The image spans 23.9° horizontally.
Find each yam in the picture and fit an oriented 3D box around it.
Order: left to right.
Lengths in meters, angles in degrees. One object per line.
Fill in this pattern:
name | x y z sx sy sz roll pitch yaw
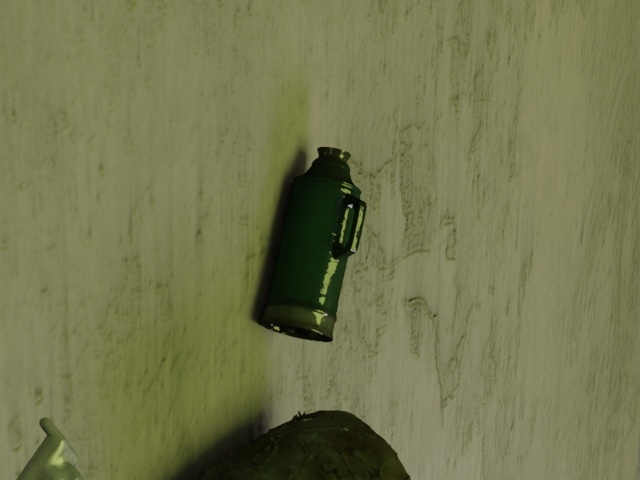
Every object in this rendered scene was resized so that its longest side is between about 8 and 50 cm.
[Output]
yam | -0.024 0.287 1.393 0.271 0.201 0.202 -41 134 -64

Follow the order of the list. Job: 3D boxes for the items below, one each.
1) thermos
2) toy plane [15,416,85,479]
thermos | -0.004 0.000 1.477 0.083 0.073 0.187 138 -36 -75
toy plane | -0.247 0.229 0.973 0.267 0.123 0.267 -30 133 -39
